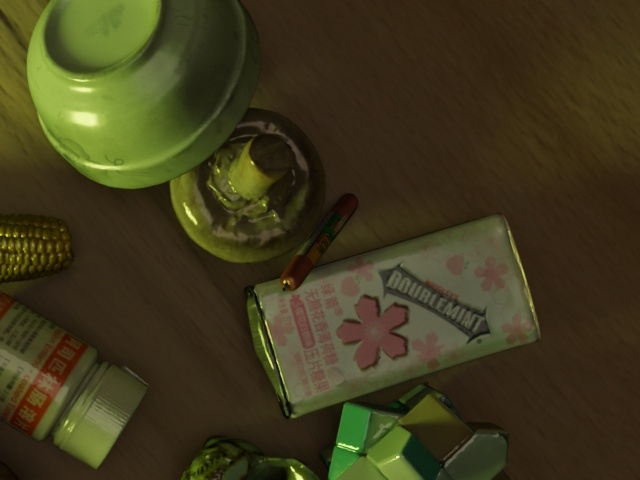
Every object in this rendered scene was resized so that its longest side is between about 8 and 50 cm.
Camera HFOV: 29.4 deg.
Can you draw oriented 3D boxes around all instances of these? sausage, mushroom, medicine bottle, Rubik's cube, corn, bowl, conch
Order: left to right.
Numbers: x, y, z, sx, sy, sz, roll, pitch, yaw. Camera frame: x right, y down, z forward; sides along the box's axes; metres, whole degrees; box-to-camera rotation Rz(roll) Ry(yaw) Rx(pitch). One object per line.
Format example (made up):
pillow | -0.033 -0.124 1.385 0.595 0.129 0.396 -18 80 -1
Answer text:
corn | -0.473 0.016 1.567 0.305 0.106 0.106 -1 86 -11
medicine bottle | -0.356 0.176 1.550 0.252 0.144 0.144 33 82 -7
bowl | -0.239 -0.233 1.521 0.307 0.163 0.307 -8 64 17
conch | -0.091 0.332 1.582 0.187 0.124 0.181 -24 84 -4
mushroom | -0.087 -0.078 1.571 0.207 0.215 0.207 3 78 -15
sausage | 0.000 0.000 1.614 0.029 0.029 0.223 40 45 -3
Rubik's cube | 0.132 0.300 1.563 0.224 0.213 0.265 -34 97 -7

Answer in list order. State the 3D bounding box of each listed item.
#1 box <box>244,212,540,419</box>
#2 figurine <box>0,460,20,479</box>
box | 0.092 0.100 1.634 0.370 0.112 0.190 -17 87 -10
figurine | -0.472 0.326 1.504 0.173 0.177 0.247 -39 103 -27
